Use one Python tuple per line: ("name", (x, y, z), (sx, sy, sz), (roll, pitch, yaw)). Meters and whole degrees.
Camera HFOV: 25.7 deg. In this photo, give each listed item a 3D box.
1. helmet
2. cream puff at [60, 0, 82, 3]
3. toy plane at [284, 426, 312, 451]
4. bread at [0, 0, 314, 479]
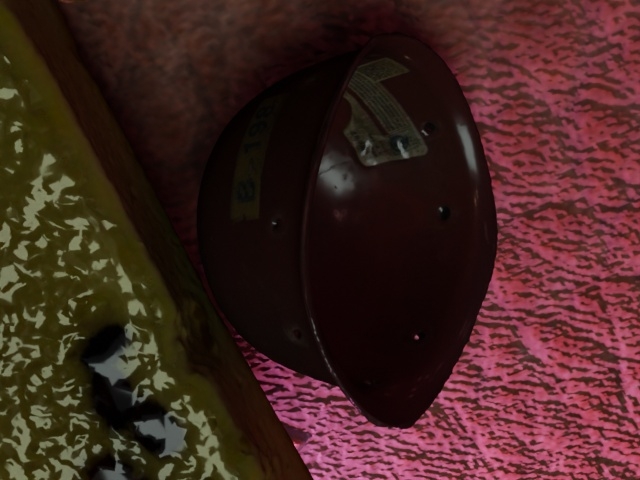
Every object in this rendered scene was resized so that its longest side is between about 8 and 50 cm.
("helmet", (0.000, 0.000, 0.631), (0.106, 0.175, 0.155), (-7, 160, 33))
("cream puff", (-0.116, -0.191, 0.451), (0.195, 0.221, 0.194), (0, 92, -4))
("toy plane", (-0.123, 0.121, 0.741), (0.245, 0.117, 0.244), (-1, 131, -2))
("bread", (-0.107, 0.066, 0.625), (0.138, 0.077, 0.361), (-27, 98, 10))
